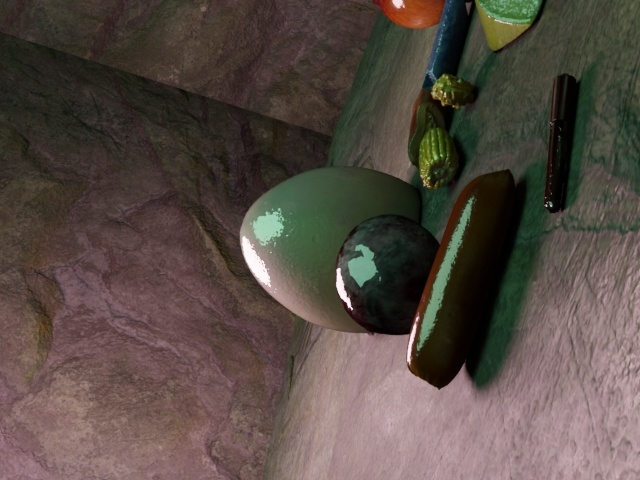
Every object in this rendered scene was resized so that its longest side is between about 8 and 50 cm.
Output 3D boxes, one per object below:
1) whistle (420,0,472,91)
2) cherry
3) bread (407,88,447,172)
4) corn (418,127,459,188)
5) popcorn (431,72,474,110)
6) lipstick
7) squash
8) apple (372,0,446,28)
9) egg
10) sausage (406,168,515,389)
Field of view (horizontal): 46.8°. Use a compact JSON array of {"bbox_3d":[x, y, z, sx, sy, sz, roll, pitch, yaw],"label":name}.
[{"bbox_3d":[0.276,-0.441,1.561,0.062,0.062,0.304,146,140,-81],"label":"whistle"},{"bbox_3d":[0.115,0.056,1.150,0.195,0.195,0.195,-163,90,-84],"label":"cherry"},{"bbox_3d":[0.219,-0.240,1.491,0.119,0.067,0.192,101,-179,-50],"label":"bread"},{"bbox_3d":[0.212,-0.152,1.339,0.165,0.063,0.085,-81,0,-61],"label":"corn"},{"bbox_3d":[0.242,-0.270,1.340,0.082,0.083,0.057,7,-73,-64],"label":"popcorn"},{"bbox_3d":[0.275,-0.112,0.852,0.027,0.027,0.177,121,162,-67],"label":"lipstick"},{"bbox_3d":[0.333,-0.426,1.212,0.204,0.155,0.237,12,83,47],"label":"squash"},{"bbox_3d":[0.243,-0.641,1.746,0.251,0.206,0.272,-52,22,45],"label":"apple"},{"bbox_3d":[0.000,0.000,1.572,0.354,0.339,0.355,-164,90,-83],"label":"egg"},{"bbox_3d":[0.184,0.045,0.967,0.089,0.083,0.300,36,-109,-83],"label":"sausage"}]
